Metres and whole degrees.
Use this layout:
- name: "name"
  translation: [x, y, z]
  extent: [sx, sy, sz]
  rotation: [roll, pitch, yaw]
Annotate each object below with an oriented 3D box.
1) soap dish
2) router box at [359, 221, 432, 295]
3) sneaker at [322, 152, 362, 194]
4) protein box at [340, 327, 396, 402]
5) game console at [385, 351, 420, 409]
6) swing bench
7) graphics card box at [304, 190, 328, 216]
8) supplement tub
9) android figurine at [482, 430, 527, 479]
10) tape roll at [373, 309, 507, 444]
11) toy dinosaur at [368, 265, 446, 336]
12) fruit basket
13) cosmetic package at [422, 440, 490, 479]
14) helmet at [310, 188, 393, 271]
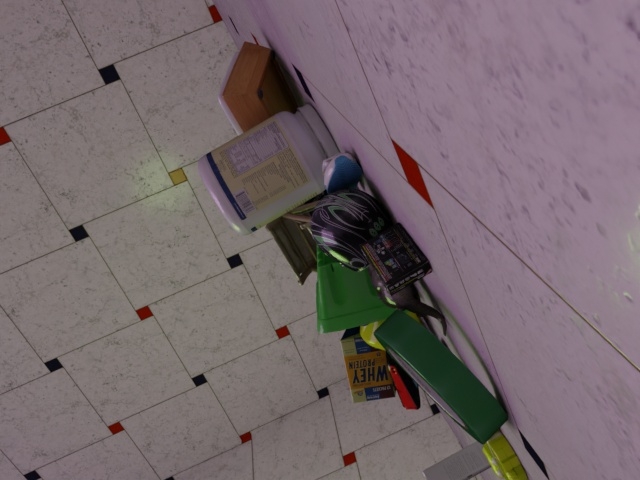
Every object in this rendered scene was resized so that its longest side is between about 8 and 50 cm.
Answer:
- name: "soap dish"
  translation: [-0.157, -0.373, 1.654]
  extent: [0.291, 0.118, 0.229]
  rotation: [60, -147, -46]
- name: "router box"
  translation: [0.142, 0.034, 1.122]
  extent: [0.122, 0.092, 0.038]
  rotation: [60, 179, 43]
- name: "sneaker"
  translation: [0.039, -0.151, 1.313]
  extent: [0.229, 0.087, 0.092]
  rotation: [77, 168, -78]
- name: "protein box"
  translation: [0.159, 0.380, 1.885]
  extent: [0.200, 0.135, 0.201]
  rotation: [-30, -72, -79]
- name: "game console"
  translation: [0.255, 0.321, 1.919]
  extent: [0.342, 0.060, 0.387]
  rotation: [67, -165, -47]
- name: "swing bench"
  translation: [0.000, 0.000, 1.930]
  extent: [0.254, 0.165, 0.253]
  rotation: [-4, 127, 38]
- name: "graphics card box"
  translation: [-0.033, -0.163, 2.110]
  extent: [0.371, 0.094, 0.233]
  rotation: [61, -152, -15]
- name: "supplement tub"
  translation: [-0.123, -0.185, 1.519]
  extent: [0.235, 0.324, 0.235]
  rotation: [60, 179, 1]
- name: "android figurine"
  translation: [0.433, 0.511, 1.491]
  extent: [0.248, 0.056, 0.273]
  rotation: [61, -179, -38]
- name: "tape roll"
  translation: [0.251, 0.288, 1.261]
  extent: [0.321, 0.077, 0.321]
  rotation: [45, 173, 7]
- name: "toy dinosaur"
  translation: [0.165, 0.104, 1.338]
  extent: [0.160, 0.121, 0.314]
  rotation: [40, -160, -51]
- name: "fruit basket"
  translation: [0.131, 0.178, 1.628]
  extent: [0.392, 0.282, 0.392]
  rotation: [-14, -90, -88]
- name: "cosmetic package"
  translation: [0.449, 0.729, 1.895]
  extent: [0.085, 0.231, 0.117]
  rotation: [60, 180, 30]
- name: "helmet"
  translation: [0.061, -0.031, 1.251]
  extent: [0.161, 0.169, 0.169]
  rotation: [41, -178, -8]
